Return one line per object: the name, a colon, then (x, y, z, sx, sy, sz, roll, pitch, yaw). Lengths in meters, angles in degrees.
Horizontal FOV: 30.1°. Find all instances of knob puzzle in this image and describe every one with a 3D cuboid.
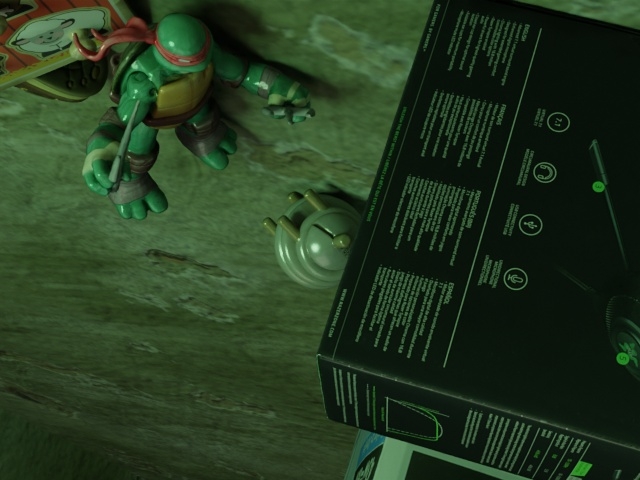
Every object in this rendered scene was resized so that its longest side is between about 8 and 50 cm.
knob puzzle: (-0.216, -0.132, 0.770, 0.213, 0.030, 0.213, -19, 168, -4)

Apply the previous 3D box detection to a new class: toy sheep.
toy sheep: (0.000, 0.000, 1.030, 0.091, 0.091, 0.132, 24, 177, -12)

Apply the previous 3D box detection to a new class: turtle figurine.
turtle figurine: (-0.097, -0.095, 0.841, 0.175, 0.118, 0.234, -19, 169, -17)

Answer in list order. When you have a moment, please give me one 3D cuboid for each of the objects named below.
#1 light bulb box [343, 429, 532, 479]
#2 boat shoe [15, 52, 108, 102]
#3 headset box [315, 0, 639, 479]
light bulb box: (0.142, 0.234, 1.106, 0.225, 0.361, 0.358, 18, 159, 1)
boat shoe: (-0.250, -0.150, 0.895, 0.178, 0.064, 0.060, 25, 157, -24)
headset box: (0.169, 0.014, 0.692, 0.283, 0.246, 0.131, 14, 158, 9)
